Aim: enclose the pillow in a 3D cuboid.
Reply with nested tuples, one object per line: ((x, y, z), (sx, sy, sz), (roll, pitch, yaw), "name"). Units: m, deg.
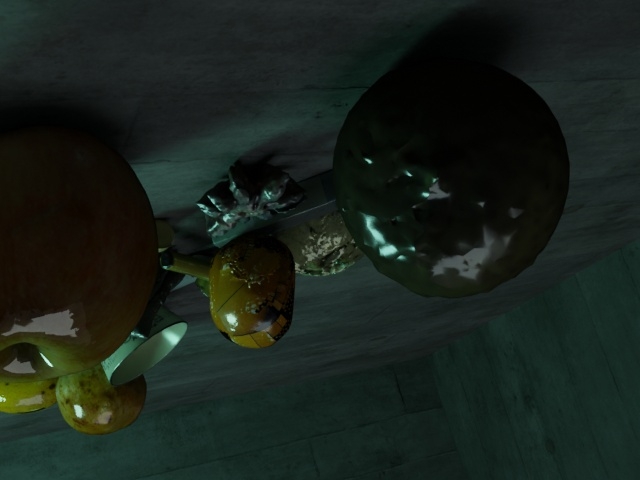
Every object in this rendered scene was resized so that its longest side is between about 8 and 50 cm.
((-0.457, 0.159, 1.933), (0.326, 0.101, 0.228), (-26, -158, 34), "pillow")

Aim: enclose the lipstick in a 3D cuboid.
((-0.075, -0.065, 1.791), (0.317, 0.068, 0.066), (-20, 163, 11), "lipstick")

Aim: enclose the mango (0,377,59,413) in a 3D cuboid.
((-0.796, 0.365, 2.297), (0.290, 0.191, 0.160), (-2, 151, -23), "mango")

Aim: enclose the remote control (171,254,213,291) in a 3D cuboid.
((-0.357, 0.093, 2.080), (0.250, 0.034, 0.103), (-24, 161, 27), "remote control")

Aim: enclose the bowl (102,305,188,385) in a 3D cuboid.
((-0.458, 0.239, 2.148), (0.238, 0.126, 0.238), (-40, 165, -13), "bowl")

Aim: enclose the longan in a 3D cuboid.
((0.202, -0.099, 1.403), (0.391, 0.391, 0.391), (-14, 163, -5), "longan")

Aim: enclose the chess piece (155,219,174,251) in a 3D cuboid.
((-0.351, 0.004, 1.783), (0.066, 0.066, 0.122), (-5, 165, -32), "chess piece")

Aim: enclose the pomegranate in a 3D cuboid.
((-0.572, 0.391, 2.264), (0.248, 0.248, 0.248), (-14, 163, -5), "pomegranate")

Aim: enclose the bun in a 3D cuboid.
((0.000, 0.000, 1.925), (0.259, 0.152, 0.259), (-17, 164, -5), "bun")

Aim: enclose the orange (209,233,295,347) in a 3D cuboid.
((-0.136, 0.104, 1.761), (0.182, 0.234, 0.234), (2, 157, -18), "orange")

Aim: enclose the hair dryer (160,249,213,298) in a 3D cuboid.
((-0.250, 0.053, 1.894), (0.135, 0.090, 0.278), (-50, 155, 8), "hair dryer")

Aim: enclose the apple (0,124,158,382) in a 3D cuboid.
((-0.442, 0.030, 1.310), (0.391, 0.346, 0.391), (-10, 159, -4), "apple")

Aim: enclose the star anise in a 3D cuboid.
((-0.139, -0.078, 1.655), (0.236, 0.093, 0.229), (-27, 159, 26), "star anise")
